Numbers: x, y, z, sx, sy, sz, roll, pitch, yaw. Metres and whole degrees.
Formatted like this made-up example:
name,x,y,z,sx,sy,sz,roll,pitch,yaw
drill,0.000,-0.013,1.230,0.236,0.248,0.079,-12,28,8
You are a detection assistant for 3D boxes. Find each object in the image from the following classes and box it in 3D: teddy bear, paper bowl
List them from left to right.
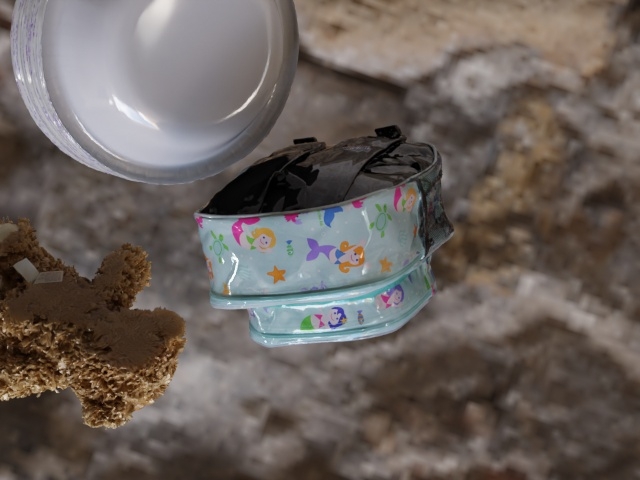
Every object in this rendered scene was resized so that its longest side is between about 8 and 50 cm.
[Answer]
name,x,y,z,sx,sy,sz,roll,pitch,yaw
teddy bear,-0.302,0.097,2.240,0.338,0.245,0.113,13,140,16
paper bowl,-0.152,-0.196,1.924,0.284,0.284,0.148,28,175,-31

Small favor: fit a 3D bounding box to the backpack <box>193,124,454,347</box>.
name,x,y,z,sx,sy,sz,roll,pitch,yaw
backpack,0.000,0.000,1.879,0.225,0.191,0.253,-5,-172,19
